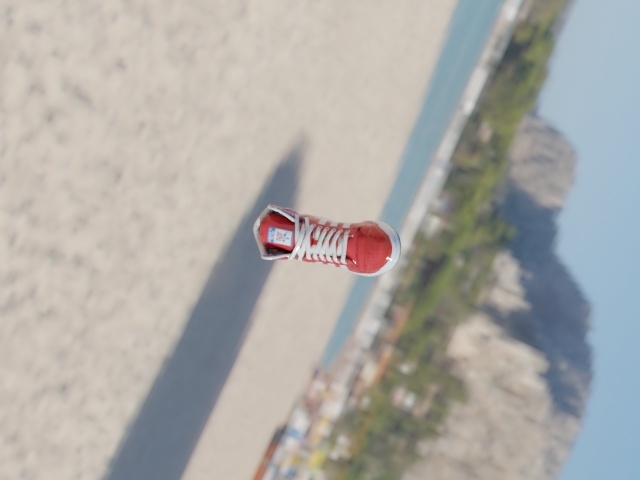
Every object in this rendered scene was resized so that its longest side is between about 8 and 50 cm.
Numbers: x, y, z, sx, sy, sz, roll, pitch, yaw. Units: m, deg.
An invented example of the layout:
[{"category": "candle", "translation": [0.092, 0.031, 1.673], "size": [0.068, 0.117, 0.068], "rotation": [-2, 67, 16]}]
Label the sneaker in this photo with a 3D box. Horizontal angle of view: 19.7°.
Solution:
[{"category": "sneaker", "translation": [0.000, 0.000, 1.328], "size": [0.118, 0.067, 0.042], "rotation": [9, -89, 51]}]
